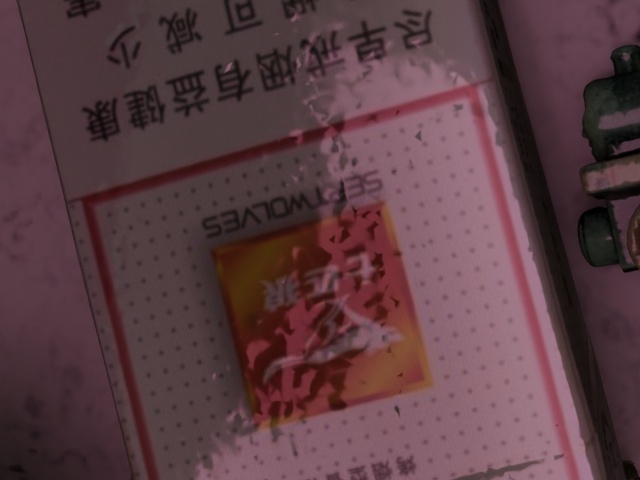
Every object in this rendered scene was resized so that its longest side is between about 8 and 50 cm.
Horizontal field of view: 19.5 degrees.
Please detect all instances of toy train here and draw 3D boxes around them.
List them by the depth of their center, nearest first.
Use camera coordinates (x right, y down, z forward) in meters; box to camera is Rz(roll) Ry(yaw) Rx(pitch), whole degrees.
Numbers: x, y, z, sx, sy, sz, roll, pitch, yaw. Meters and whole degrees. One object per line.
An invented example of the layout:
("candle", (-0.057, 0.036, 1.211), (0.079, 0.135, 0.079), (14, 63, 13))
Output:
("toy train", (0.206, -0.046, 0.844), (0.194, 0.081, 0.125), (-12, 86, 16))

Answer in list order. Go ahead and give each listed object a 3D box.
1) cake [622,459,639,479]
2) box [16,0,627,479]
("cake", (0.087, 0.137, 0.905), (0.140, 0.051, 0.055), (-5, 97, 14))
("box", (-0.001, 0.000, 0.855), (0.210, 0.095, 0.330), (-16, 84, 14))
